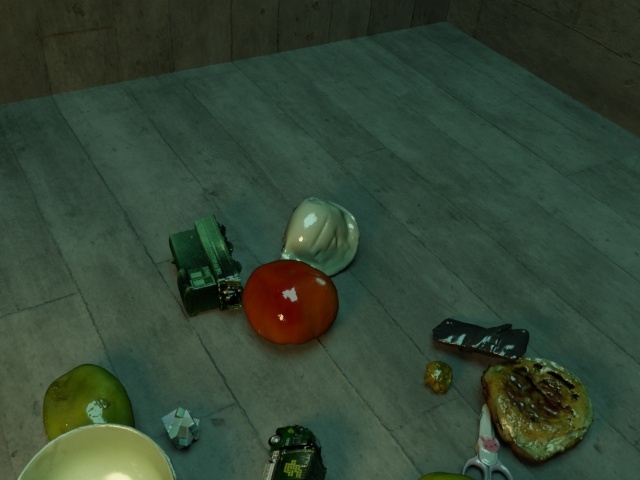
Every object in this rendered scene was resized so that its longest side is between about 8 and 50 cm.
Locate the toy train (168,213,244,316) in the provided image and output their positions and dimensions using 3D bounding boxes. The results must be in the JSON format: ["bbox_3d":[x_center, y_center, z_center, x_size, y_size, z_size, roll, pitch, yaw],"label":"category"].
[{"bbox_3d":[-0.323,0.068,1.907,0.178,0.139,0.330,-14,43,-16],"label":"toy train"}]

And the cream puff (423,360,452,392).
[{"bbox_3d":[0.298,0.337,1.717,0.083,0.058,0.083,-22,49,-31],"label":"cream puff"}]

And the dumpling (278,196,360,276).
[{"bbox_3d":[0.000,0.000,2.034,0.226,0.244,0.175,27,2,-1],"label":"dumpling"}]

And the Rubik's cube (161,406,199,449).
[{"bbox_3d":[-0.305,0.420,1.533,0.073,0.075,0.084,-31,65,-15],"label":"Rubik's cube"}]

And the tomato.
[{"bbox_3d":[-0.077,0.152,1.801,0.259,0.180,0.260,5,38,-4],"label":"tomato"}]

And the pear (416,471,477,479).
[{"bbox_3d":[0.261,0.573,1.317,0.212,0.213,0.269,-11,36,-19],"label":"pear"}]

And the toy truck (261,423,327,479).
[{"bbox_3d":[-0.064,0.509,1.424,0.121,0.088,0.259,-11,35,21],"label":"toy truck"}]

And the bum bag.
[{"bbox_3d":[0.418,0.259,1.796,0.248,0.060,0.123,4,29,32],"label":"bum bag"}]

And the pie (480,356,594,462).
[{"bbox_3d":[0.530,0.389,1.659,0.307,0.086,0.308,5,37,-4],"label":"pie"}]

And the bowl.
[{"bbox_3d":[-0.425,0.522,1.307,0.306,0.163,0.307,5,52,-6],"label":"bowl"}]

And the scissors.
[{"bbox_3d":[0.388,0.480,1.580,0.118,0.031,0.242,13,40,4],"label":"scissors"}]

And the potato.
[{"bbox_3d":[-0.510,0.381,1.499,0.186,0.149,0.253,-27,49,-36],"label":"potato"}]
